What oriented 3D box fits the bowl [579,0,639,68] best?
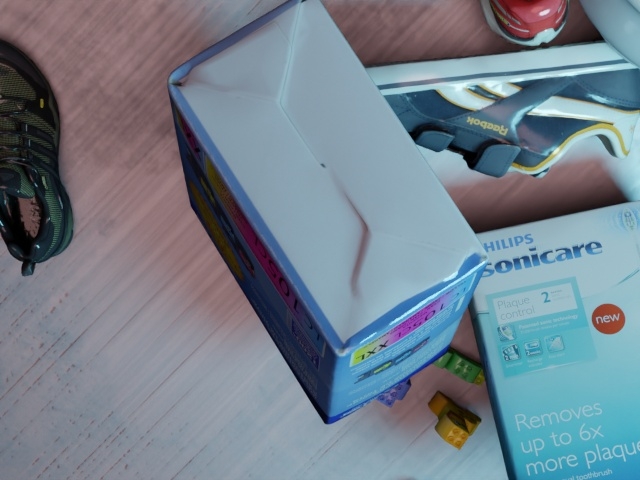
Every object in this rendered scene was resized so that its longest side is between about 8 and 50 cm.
[{"bbox_3d":[0.338,-0.242,1.330,0.297,0.298,0.134,25,145,-7],"label":"bowl"}]

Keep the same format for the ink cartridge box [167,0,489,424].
[{"bbox_3d":[0.000,0.000,1.290,0.151,0.395,0.270,-30,76,-8],"label":"ink cartridge box"}]

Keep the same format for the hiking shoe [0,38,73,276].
[{"bbox_3d":[-0.291,-0.083,1.394,0.086,0.114,0.227,-15,103,2],"label":"hiking shoe"}]

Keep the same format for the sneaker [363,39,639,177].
[{"bbox_3d":[0.153,-0.119,1.390,0.321,0.126,0.128,-5,98,-1],"label":"sneaker"}]

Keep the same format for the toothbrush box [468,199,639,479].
[{"bbox_3d":[0.267,0.127,1.377,0.216,0.126,0.296,-11,65,2],"label":"toothbrush box"}]

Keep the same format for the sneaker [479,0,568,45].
[{"bbox_3d":[0.177,-0.320,1.332,0.107,0.118,0.279,-16,85,3],"label":"sneaker"}]

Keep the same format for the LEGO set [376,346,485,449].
[{"bbox_3d":[0.125,0.154,1.470,0.227,0.093,0.087,30,101,-8],"label":"LEGO set"}]
